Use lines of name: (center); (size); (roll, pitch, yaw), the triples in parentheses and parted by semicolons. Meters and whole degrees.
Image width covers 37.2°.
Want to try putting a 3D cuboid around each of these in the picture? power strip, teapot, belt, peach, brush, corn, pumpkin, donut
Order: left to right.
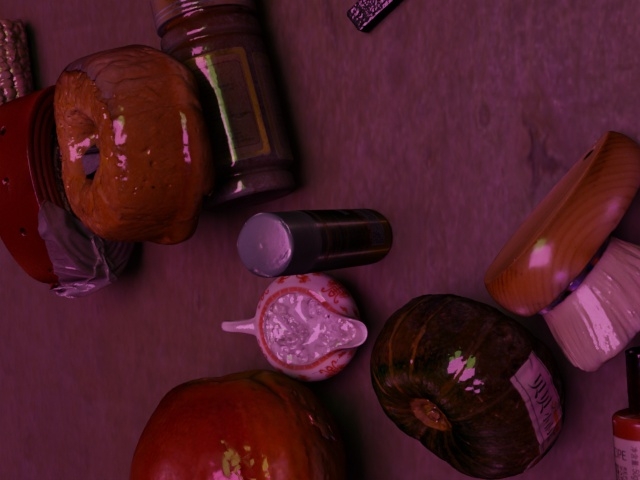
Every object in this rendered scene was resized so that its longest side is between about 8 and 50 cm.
corn: (-0.542, -0.217, 1.624); (0.126, 0.126, 0.335); (1, 89, 28)
belt: (-0.397, -0.075, 1.487); (0.115, 0.227, 0.324); (-10, 99, 32)
donut: (-0.265, -0.133, 1.323); (0.317, 0.150, 0.299); (-51, 54, 54)
peach: (-0.112, 0.364, 1.313); (0.372, 0.290, 0.372); (0, 90, 30)
teapot: (-0.029, 0.122, 1.361); (0.245, 0.116, 0.159); (-9, 100, 26)
power strip: (0.088, -0.337, 1.321); (0.111, 0.029, 0.038); (-39, 74, 22)
pumpkin: (0.187, 0.166, 1.188); (0.260, 0.189, 0.260); (31, 149, 21)
brush: (0.334, 0.008, 1.142); (0.166, 0.174, 0.266); (37, 84, 1)

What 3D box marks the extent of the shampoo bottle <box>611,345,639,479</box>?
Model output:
shampoo bottle: (0.406, 0.264, 1.134); (0.104, 0.104, 0.278); (-5, 90, 29)

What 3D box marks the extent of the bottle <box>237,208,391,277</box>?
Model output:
bottle: (0.000, 0.000, 1.237); (0.082, 0.286, 0.082); (1, 93, 28)

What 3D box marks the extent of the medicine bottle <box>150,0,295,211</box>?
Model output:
medicine bottle: (-0.139, -0.213, 1.380); (0.151, 0.151, 0.322); (-16, 85, 28)
